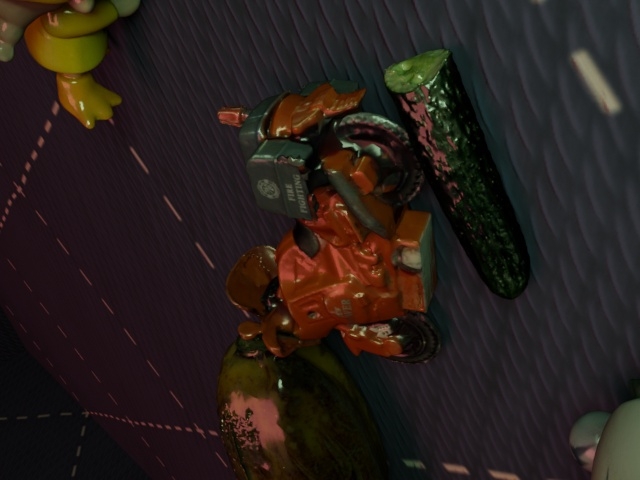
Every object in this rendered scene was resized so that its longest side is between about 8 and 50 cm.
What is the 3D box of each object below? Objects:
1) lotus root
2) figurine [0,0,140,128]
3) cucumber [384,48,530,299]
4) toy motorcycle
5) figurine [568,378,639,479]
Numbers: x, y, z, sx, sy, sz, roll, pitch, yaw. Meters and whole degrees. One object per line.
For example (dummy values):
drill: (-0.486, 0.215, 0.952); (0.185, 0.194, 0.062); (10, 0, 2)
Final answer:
lotus root: (-0.008, 0.272, 0.904); (0.179, 0.196, 0.398); (-7, 116, 26)
figurine: (-0.265, -0.271, 0.689); (0.215, 0.187, 0.344); (54, 160, 21)
cucumber: (0.112, -0.039, 0.536); (0.215, 0.052, 0.058); (63, 178, -21)
toy motorcycle: (0.000, 0.000, 0.661); (0.221, 0.148, 0.326); (8, 135, 22)
figurine: (0.278, 0.231, 0.478); (0.261, 0.186, 0.382); (21, 135, 34)
